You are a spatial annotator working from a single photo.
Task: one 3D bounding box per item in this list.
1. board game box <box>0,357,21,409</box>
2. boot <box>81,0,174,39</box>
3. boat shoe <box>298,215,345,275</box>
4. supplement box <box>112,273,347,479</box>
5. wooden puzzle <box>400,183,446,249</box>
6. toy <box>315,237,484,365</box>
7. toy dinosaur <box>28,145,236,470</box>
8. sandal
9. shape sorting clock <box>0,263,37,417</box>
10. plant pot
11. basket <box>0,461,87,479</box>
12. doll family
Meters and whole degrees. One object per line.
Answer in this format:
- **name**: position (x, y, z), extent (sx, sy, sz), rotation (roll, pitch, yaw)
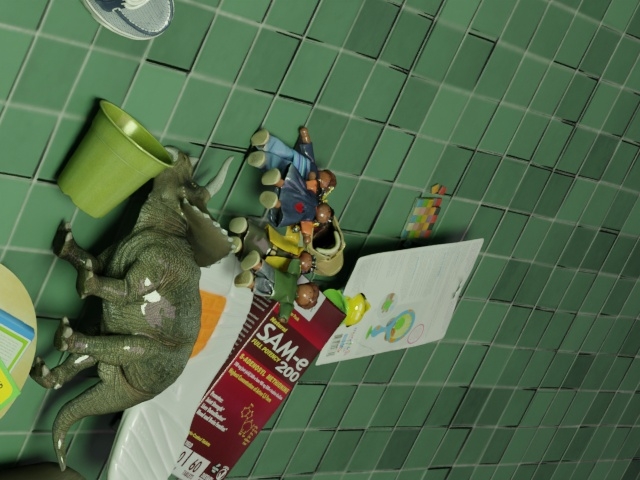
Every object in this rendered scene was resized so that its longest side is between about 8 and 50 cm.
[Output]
- **board game box**: position (-0.380, 0.072, 1.213), extent (0.213, 0.046, 0.317), rotation (-40, 134, -21)
- **boot**: position (-0.153, -0.205, 1.264), extent (0.069, 0.086, 0.190), rotation (-53, 146, -4)
- **boat shoe**: position (0.000, 0.000, 1.660), extent (0.050, 0.045, 0.135), rotation (-46, 145, -13)
- **supplement box**: position (-0.090, 0.133, 1.638), extent (0.239, 0.073, 0.130), rotation (-53, 147, -5)
- **wooden puzzle**: position (0.116, -0.026, 1.815), extent (0.049, 0.006, 0.083), rotation (-1, 119, -51)
- **toy**: position (0.078, 0.057, 1.794), extent (0.237, 0.056, 0.137), rotation (-10, 128, -52)
- **toy dinosaur**: position (-0.163, 0.072, 1.423), extent (0.160, 0.121, 0.314), rotation (8, 99, -29)
- **sandal**: position (-0.156, 0.119, 1.537), extent (0.102, 0.076, 0.265), rotation (36, 74, -46)
- **shape sorting clock**: position (-0.331, 0.101, 1.341), extent (0.206, 0.040, 0.206), rotation (-22, 125, -36)
- **plant pot**: position (-0.181, -0.063, 1.366), extent (0.079, 0.083, 0.083), rotation (-47, 147, 8)
- **basket**: position (-0.304, 0.284, 1.416), extent (0.227, 0.204, 0.154), rotation (-12, 131, -57)
- **doll family**: position (-0.029, -0.018, 1.545), extent (0.111, 0.076, 0.193), rotation (22, 82, -41)
